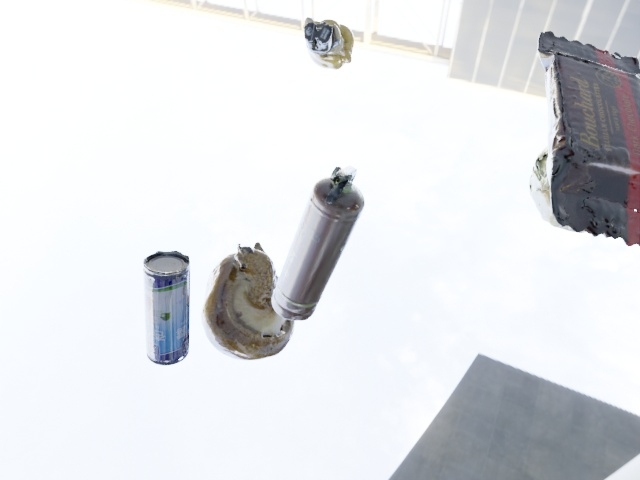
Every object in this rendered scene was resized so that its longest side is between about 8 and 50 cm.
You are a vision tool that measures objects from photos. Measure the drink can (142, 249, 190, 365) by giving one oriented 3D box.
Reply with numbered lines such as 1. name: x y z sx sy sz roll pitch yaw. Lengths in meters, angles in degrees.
1. drink can: -0.325 0.144 1.007 0.097 0.235 0.097 8 -154 -4

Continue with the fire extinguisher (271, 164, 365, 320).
1. fire extinguisher: 0.000 0.000 0.382 0.043 0.158 0.064 29 -142 6

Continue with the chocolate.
1. chocolate: 0.184 -0.075 0.315 0.086 0.028 0.183 13 -124 -2

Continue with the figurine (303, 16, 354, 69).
1. figurine: 0.009 -0.444 1.046 0.114 0.108 0.196 6 -170 12

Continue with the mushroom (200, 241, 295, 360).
1. mushroom: -0.205 0.188 1.410 0.345 0.259 0.346 30 -137 -32

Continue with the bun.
1. bun: 0.665 -0.153 1.272 0.146 0.287 0.287 -3 -133 -16
